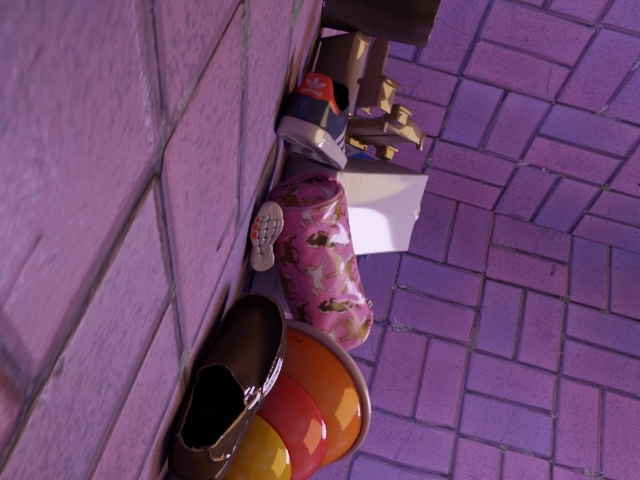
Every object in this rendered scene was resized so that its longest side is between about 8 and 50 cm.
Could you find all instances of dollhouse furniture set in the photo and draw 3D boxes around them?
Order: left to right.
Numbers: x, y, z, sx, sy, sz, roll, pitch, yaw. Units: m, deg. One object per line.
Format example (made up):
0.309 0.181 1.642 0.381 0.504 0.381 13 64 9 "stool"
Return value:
0.155 -0.316 1.593 0.303 0.356 0.173 8 -97 48 "dollhouse furniture set"

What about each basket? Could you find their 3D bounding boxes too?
0.132 -0.497 1.474 0.204 0.227 0.154 -1 108 -88 "basket"

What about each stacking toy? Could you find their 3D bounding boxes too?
-0.146 0.393 1.348 0.480 0.351 0.350 -35 146 -54 "stacking toy"

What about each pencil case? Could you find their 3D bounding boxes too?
0.001 0.049 1.468 0.167 0.160 0.385 -50 135 -45 "pencil case"

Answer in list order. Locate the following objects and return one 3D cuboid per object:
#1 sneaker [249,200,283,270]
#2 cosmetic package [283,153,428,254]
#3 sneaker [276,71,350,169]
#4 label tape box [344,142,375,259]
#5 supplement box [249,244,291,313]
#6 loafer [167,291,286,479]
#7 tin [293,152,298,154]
-0.114 -0.017 1.352 0.064 0.061 0.157 -114 -148 -49 "sneaker"
0.080 -0.086 1.710 0.385 0.156 0.217 -2 112 -51 "cosmetic package"
0.008 -0.240 1.410 0.350 0.131 0.148 25 84 -85 "sneaker"
0.061 -0.113 2.104 0.106 0.241 0.333 -26 141 -42 "label tape box"
-0.089 0.074 1.672 0.220 0.114 0.111 -60 166 -74 "supplement box"
-0.143 0.232 1.190 0.130 0.134 0.365 104 3 -55 "loafer"
-0.046 -0.202 1.712 0.106 0.040 0.189 113 -5 -70 "tin"
